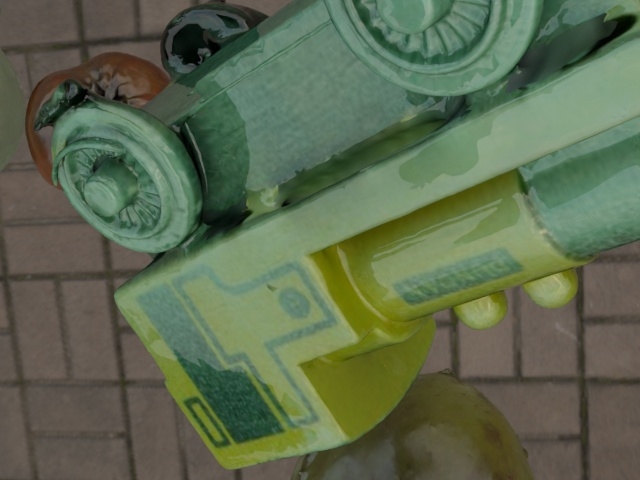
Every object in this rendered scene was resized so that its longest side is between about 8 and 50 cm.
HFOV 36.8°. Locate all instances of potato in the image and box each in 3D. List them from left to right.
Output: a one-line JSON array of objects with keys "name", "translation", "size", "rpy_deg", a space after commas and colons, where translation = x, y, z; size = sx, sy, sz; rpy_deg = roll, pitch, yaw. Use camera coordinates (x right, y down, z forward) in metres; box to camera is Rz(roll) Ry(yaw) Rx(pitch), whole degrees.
[{"name": "potato", "translation": [0.090, 0.261, 0.764], "size": [0.210, 0.173, 0.307], "rpy_deg": [-19, 79, -9]}]

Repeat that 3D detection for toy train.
[{"name": "toy train", "translation": [0.033, -0.034, 0.445], "size": [0.369, 0.150, 0.237], "rpy_deg": [-23, 105, 43]}]

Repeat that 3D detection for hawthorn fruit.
[{"name": "hawthorn fruit", "translation": [-0.278, -0.132, 1.253], "size": [0.199, 0.251, 0.199], "rpy_deg": [3, 75, -12]}]

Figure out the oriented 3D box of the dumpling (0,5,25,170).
[{"name": "dumpling", "translation": [-0.580, -0.188, 1.435], "size": [0.212, 0.270, 0.320], "rpy_deg": [-11, 94, 29]}]
